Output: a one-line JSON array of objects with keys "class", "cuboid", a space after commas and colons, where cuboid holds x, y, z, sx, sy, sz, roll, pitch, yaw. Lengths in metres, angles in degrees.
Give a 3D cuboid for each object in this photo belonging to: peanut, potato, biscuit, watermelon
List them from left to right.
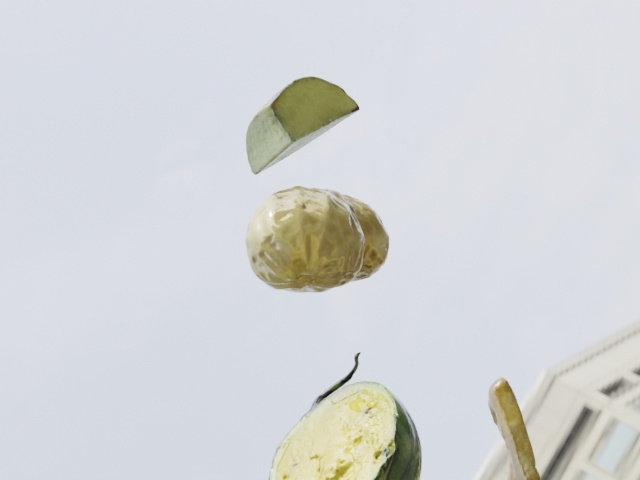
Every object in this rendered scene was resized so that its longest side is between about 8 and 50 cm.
[{"class": "potato", "cuboid": [-0.041, -0.171, 1.759, 0.149, 0.120, 0.081, -31, -91, -40]}, {"class": "peanut", "cuboid": [0.000, 0.000, 1.617, 0.305, 0.147, 0.147, -12, -57, -74]}, {"class": "watermelon", "cuboid": [0.040, 0.270, 1.434, 0.127, 0.232, 0.204, 39, -86, -23]}, {"class": "biscuit", "cuboid": [0.286, 0.308, 1.832, 0.038, 0.183, 0.174, -15, -24, 0]}]
